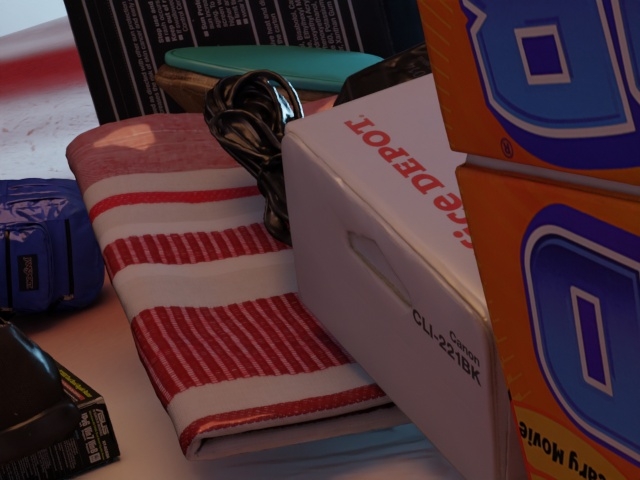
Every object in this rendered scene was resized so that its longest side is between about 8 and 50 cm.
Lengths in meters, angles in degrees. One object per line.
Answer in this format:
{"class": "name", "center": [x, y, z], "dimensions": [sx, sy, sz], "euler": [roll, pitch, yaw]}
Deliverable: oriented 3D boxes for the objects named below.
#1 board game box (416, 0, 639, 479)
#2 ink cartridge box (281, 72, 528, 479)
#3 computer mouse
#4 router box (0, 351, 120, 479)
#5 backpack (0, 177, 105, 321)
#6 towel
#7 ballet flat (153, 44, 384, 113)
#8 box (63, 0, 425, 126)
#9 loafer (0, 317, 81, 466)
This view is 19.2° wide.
{"class": "board game box", "center": [0.280, -0.067, 0.644], "dimensions": [0.356, 0.356, 0.356], "euler": [-21, 16, -23]}
{"class": "ink cartridge box", "center": [0.144, -0.009, 0.916], "dimensions": [0.272, 0.114, 0.197], "euler": [-20, 39, -22]}
{"class": "computer mouse", "center": [0.081, -0.069, 1.073], "dimensions": [0.272, 0.072, 0.188], "euler": [-23, 36, -8]}
{"class": "router box", "center": [-0.174, 0.105, 1.054], "dimensions": [0.092, 0.038, 0.122], "euler": [-20, 17, -19]}
{"class": "backpack", "center": [-0.209, 0.011, 1.327], "dimensions": [0.120, 0.098, 0.101], "euler": [-4, 22, -10]}
{"class": "towel", "center": [0.000, 0.000, 1.056], "dimensions": [0.237, 0.037, 0.329], "euler": [-10, 31, -12]}
{"class": "ballet flat", "center": [0.059, -0.074, 1.290], "dimensions": [0.342, 0.124, 0.116], "euler": [-5, 20, -15]}
{"class": "box", "center": [-0.029, -0.183, 1.467], "dimensions": [0.294, 0.296, 0.182], "euler": [-3, 19, 34]}
{"class": "loafer", "center": [-0.195, 0.058, 1.013], "dimensions": [0.080, 0.078, 0.220], "euler": [-25, 18, -31]}
